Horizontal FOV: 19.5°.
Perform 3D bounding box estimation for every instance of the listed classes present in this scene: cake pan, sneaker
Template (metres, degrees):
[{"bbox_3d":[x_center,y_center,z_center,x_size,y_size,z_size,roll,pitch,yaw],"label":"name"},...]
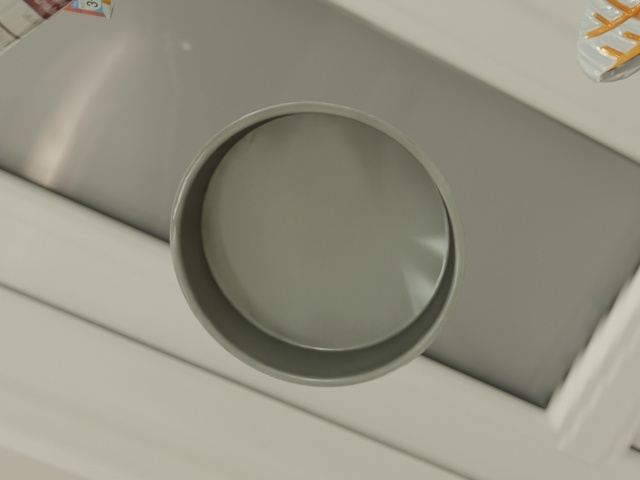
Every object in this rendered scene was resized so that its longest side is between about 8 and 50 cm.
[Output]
[{"bbox_3d":[0.000,0.000,1.826,0.293,0.293,0.054,-55,2,23],"label":"cake pan"},{"bbox_3d":[0.284,-0.187,1.392,0.215,0.083,0.084,-41,41,0],"label":"sneaker"}]

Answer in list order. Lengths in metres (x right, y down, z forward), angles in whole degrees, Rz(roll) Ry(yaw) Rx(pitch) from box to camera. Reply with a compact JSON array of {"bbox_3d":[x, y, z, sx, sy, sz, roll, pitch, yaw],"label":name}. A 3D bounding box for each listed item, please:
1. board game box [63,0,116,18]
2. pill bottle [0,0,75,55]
[{"bbox_3d":[-0.291,-0.299,1.518,0.142,0.275,0.144,99,-178,-55],"label":"board game box"},{"bbox_3d":[-0.241,-0.224,1.168,0.392,0.224,0.224,-35,28,2],"label":"pill bottle"}]
